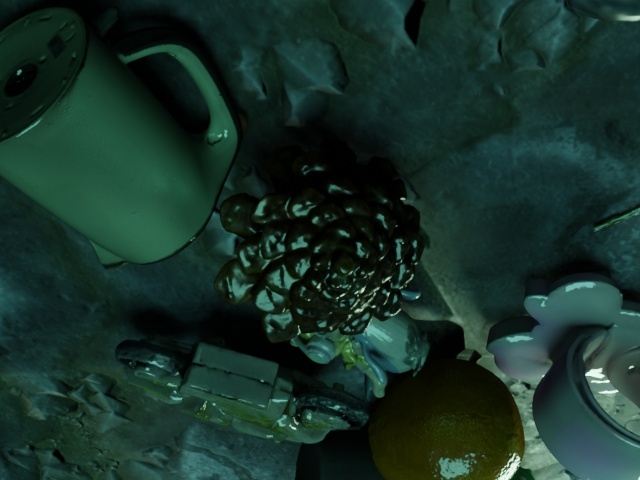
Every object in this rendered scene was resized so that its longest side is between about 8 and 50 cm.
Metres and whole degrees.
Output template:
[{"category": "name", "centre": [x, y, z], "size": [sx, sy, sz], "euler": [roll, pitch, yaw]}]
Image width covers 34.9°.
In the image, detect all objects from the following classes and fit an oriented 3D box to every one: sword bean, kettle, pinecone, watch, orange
[{"category": "sword bean", "centre": [0.356, -0.030, 1.185], "size": [0.083, 0.012, 0.012], "euler": [-28, 128, 27]}, {"category": "kettle", "centre": [-0.202, -0.108, 1.030], "size": [0.240, 0.165, 0.255], "euler": [-42, 135, 1]}, {"category": "pinecone", "centre": [0.000, -0.002, 1.098], "size": [0.229, 0.201, 0.202], "euler": [27, 127, -27]}, {"category": "watch", "centre": [0.351, 0.179, 1.254], "size": [0.248, 0.217, 0.211], "euler": [14, 135, -12]}, {"category": "orange", "centre": [0.162, 0.248, 1.319], "size": [0.206, 0.206, 0.206], "euler": [1, 136, 1]}]

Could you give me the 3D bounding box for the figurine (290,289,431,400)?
[{"category": "figurine", "centre": [0.049, 0.118, 1.272], "size": [0.184, 0.128, 0.208], "euler": [14, 152, 21]}]

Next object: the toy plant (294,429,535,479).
[{"category": "toy plant", "centre": [0.167, 0.368, 1.489], "size": [0.400, 0.185, 0.279], "euler": [7, 150, -15]}]

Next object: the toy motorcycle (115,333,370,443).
[{"category": "toy motorcycle", "centre": [-0.104, 0.202, 1.362], "size": [0.340, 0.108, 0.223], "euler": [15, 161, 3]}]

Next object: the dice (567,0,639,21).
[{"category": "dice", "centre": [0.240, -0.282, 0.734], "size": [0.183, 0.181, 0.182], "euler": [-15, 134, 16]}]
